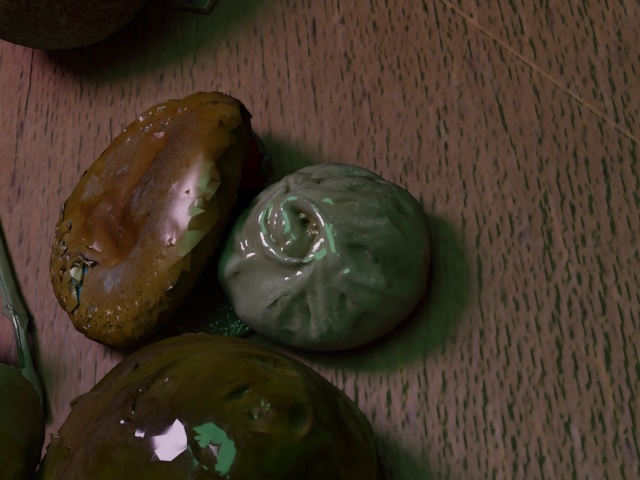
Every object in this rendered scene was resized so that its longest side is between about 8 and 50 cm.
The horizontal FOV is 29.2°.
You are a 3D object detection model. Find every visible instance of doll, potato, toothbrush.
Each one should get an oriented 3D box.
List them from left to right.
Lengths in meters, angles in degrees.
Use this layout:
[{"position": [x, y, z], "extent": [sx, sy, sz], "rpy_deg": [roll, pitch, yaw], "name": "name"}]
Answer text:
[{"position": [-0.298, 0.050, 1.172], "extent": [0.028, 0.026, 0.294], "rpy_deg": [-36, 50, 18], "name": "toothbrush"}, {"position": [-0.098, 0.167, 0.899], "extent": [0.300, 0.196, 0.246], "rpy_deg": [16, 65, 34], "name": "potato"}, {"position": [-0.068, -0.068, 1.139], "extent": [0.057, 0.039, 0.114], "rpy_deg": [-25, 55, 37], "name": "doll"}]

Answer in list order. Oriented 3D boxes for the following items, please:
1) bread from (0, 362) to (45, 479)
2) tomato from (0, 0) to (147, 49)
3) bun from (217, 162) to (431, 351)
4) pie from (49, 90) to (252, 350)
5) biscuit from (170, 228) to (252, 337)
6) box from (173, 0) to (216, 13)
[{"position": [-0.373, 0.171, 1.034], "extent": [0.333, 0.160, 0.333], "rpy_deg": [-18, 52, 24], "name": "bread"}, {"position": [-0.271, -0.354, 1.270], "extent": [0.239, 0.303, 0.303], "rpy_deg": [0, 54, -9], "name": "tomato"}, {"position": [0.000, 0.000, 1.013], "extent": [0.183, 0.102, 0.183], "rpy_deg": [-7, 56, 10], "name": "bun"}, {"position": [-0.155, -0.027, 1.103], "extent": [0.273, 0.069, 0.273], "rpy_deg": [-34, 36, 29], "name": "pie"}, {"position": [-0.085, 0.039, 1.088], "extent": [0.120, 0.015, 0.120], "rpy_deg": [-12, 55, 17], "name": "biscuit"}, {"position": [-0.120, -0.281, 1.320], "extent": [0.046, 0.012, 0.083], "rpy_deg": [16, 65, 31], "name": "box"}]
